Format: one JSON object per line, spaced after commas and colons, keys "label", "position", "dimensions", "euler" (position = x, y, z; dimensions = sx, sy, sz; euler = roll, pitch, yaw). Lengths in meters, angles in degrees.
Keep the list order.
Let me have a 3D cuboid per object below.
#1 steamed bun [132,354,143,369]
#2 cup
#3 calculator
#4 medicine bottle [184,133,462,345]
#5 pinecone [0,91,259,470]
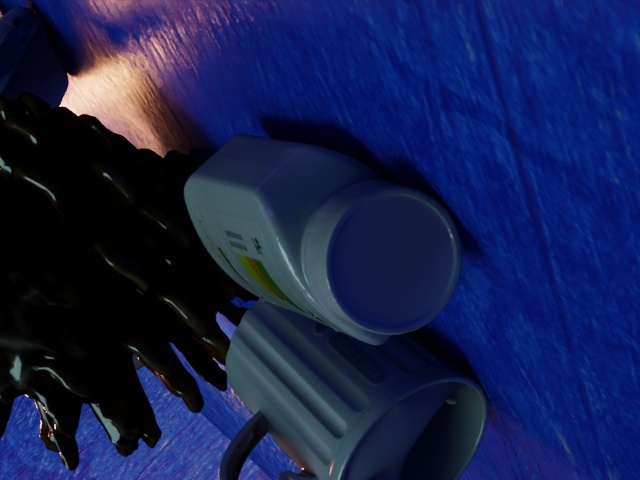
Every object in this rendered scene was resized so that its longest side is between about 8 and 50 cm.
{"label": "steamed bun", "position": [-0.326, 0.037, 2.405], "dimensions": [0.324, 0.206, 0.324], "euler": [43, 170, 9]}
{"label": "cup", "position": [0.006, 0.142, 1.617], "dimensions": [0.202, 0.221, 0.167], "euler": [41, 128, 39]}
{"label": "calculator", "position": [-0.323, -0.166, 1.940], "dimensions": [0.039, 0.121, 0.210], "euler": [23, 164, 13]}
{"label": "medicine bottle", "position": [0.000, 0.000, 1.382], "dimensions": [0.161, 0.111, 0.296], "euler": [51, 167, -20]}
{"label": "pinecone", "position": [-0.251, 0.050, 1.838], "dimensions": [0.398, 0.398, 0.398], "euler": [44, 168, 12]}
